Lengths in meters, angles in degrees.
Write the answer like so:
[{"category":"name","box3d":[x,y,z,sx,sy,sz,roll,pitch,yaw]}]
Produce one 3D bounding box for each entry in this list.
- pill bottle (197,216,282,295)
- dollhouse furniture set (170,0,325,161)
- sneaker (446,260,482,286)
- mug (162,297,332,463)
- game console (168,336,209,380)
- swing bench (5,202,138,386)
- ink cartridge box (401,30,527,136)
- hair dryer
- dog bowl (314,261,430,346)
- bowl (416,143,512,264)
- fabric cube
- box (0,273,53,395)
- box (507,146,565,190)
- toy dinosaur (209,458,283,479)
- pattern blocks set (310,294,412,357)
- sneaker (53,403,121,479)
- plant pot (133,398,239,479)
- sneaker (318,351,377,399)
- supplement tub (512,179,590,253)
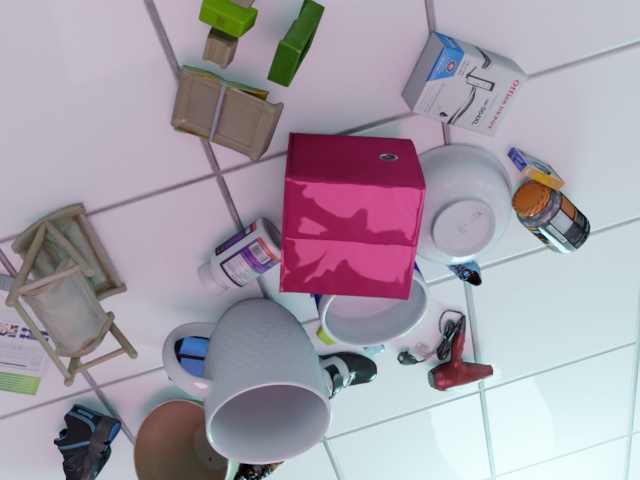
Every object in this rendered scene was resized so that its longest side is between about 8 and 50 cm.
[{"category":"pill bottle","box3d":[-0.176,0.042,1.533,0.193,0.108,0.108,-33,127,13]},{"category":"dollhouse furniture set","box3d":[-0.145,-0.322,1.292,0.197,0.151,0.301,23,138,-5]},{"category":"sneaker","box3d":[0.350,0.061,1.697,0.162,0.073,0.063,32,114,-28]},{"category":"mug","box3d":[-0.181,0.291,1.582,0.374,0.328,0.276,15,122,-23]},{"category":"game console","box3d":[-0.312,0.301,1.725,0.122,0.107,0.071,12,151,-21]},{"category":"swing bench","box3d":[-0.505,0.107,1.402,0.165,0.255,0.253,-22,129,-8]},{"category":"ink cartridge box","box3d":[0.291,-0.313,1.389,0.203,0.086,0.148,12,123,-21]},{"category":"hair dryer","box3d":[0.380,0.332,1.909,0.293,0.080,0.223,33,113,-32]},{"category":"dog bowl","box3d":[0.118,0.130,1.625,0.264,0.104,0.265,-8,134,-9]},{"category":"bowl","box3d":[0.304,-0.054,1.533,0.297,0.134,0.298,-3,120,-5]},{"category":"fabric cube","box3d":[0.054,-0.056,1.377,0.258,0.254,0.259,4,119,-1]},{"category":"box","box3d":[-0.734,0.217,1.567,0.232,0.058,0.322,15,120,-24]},{"category":"box","box3d":[0.482,-0.165,1.552,0.136,0.081,0.028,18,121,-25]},{"category":"toy dinosaur","box3d":[-0.219,0.671,1.990,0.322,0.164,0.218,-52,141,0]},{"category":"pattern blocks set","box3d":[0.113,0.180,1.762,0.285,0.026,0.325,-43,125,19]},{"category":"sneaker","box3d":[-0.639,0.559,1.836,0.139,0.125,0.341,29,122,0]},{"category":"plant pot","box3d":[-0.323,0.557,1.820,0.284,0.284,0.191,-36,162,14]},{"category":"sneaker","box3d":[0.005,0.380,1.817,0.330,0.146,0.122,3,125,-17]},{"category":"supplement tub","box3d":[0.545,-0.058,1.627,0.190,0.117,0.117,34,113,-32]}]
